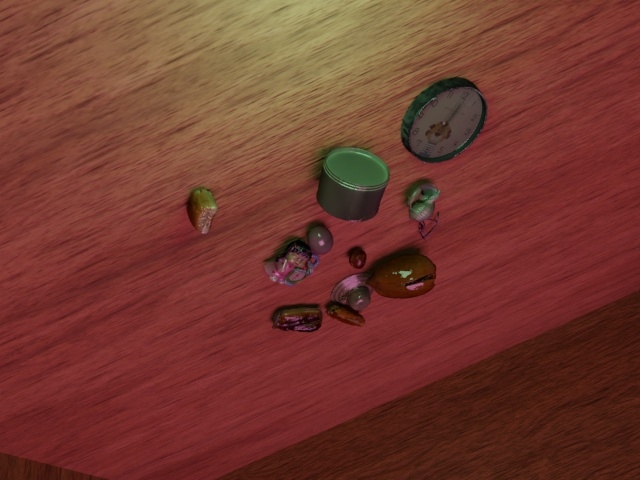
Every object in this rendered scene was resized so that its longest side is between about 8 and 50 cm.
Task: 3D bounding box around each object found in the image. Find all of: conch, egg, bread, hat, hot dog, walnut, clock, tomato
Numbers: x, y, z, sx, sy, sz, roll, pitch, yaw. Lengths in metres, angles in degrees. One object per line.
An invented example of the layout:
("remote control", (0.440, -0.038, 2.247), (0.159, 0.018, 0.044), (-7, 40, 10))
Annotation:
("conch", (0.401, -0.154, 1.710), (0.135, 0.102, 0.153), (29, 85, -30))
("egg", (0.000, 0.000, 1.685), (0.103, 0.103, 0.135), (-23, 144, -1))
("bread", (-0.394, -0.098, 1.401), (0.082, 0.106, 0.125), (8, 128, -32))
("hat", (0.183, 0.278, 2.060), (0.251, 0.110, 0.252), (-12, 137, -12))
("hot dog", (-0.106, 0.386, 2.064), (0.270, 0.082, 0.163), (3, 131, -26))
("hot dog", (0.133, 0.383, 2.154), (0.269, 0.115, 0.072), (32, 73, -47))
("walnut", (0.373, 0.172, 1.977), (0.335, 0.209, 0.209), (-8, 138, 2))
("clock", (0.434, -0.408, 1.487), (0.312, 0.062, 0.313), (-13, 138, -11))
("clock", (-0.103, 0.092, 1.743), (0.195, 0.100, 0.193), (-41, 140, 23))
("tomato", (0.160, 0.082, 1.864), (0.075, 0.087, 0.087), (17, 143, 21))

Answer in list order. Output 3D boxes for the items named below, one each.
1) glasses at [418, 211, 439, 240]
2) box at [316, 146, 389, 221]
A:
("glasses", (0.488, -0.071, 1.867), (0.103, 0.063, 0.140), (-21, 140, -4))
("box", (0.109, -0.192, 1.439), (0.225, 0.226, 0.150), (-5, 136, -20))
